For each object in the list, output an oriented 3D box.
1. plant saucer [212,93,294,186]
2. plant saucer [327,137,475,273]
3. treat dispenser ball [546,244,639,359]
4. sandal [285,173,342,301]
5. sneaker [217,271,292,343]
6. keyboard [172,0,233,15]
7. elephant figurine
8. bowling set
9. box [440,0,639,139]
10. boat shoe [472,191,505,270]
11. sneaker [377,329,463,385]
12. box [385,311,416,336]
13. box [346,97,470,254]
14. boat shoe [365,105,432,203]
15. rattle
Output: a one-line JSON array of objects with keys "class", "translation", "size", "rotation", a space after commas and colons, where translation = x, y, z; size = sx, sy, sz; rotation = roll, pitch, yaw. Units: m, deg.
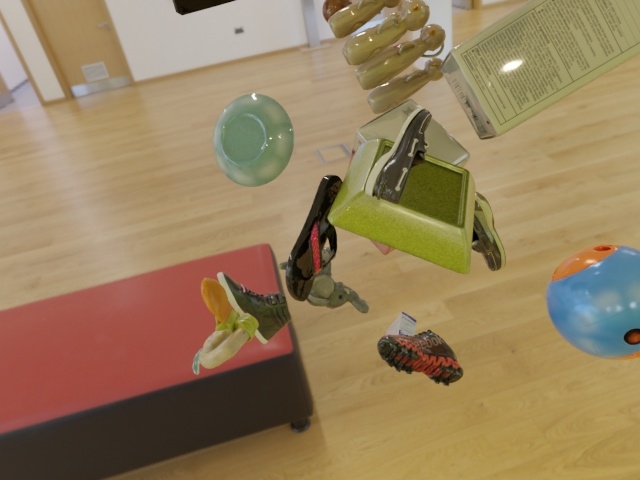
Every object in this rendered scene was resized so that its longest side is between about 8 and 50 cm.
[{"class": "plant saucer", "translation": [-0.150, -0.209, 0.963], "size": [0.195, 0.195, 0.037], "rotation": [2, 5, 20]}, {"class": "plant saucer", "translation": [0.124, -0.064, 0.617], "size": [0.188, 0.045, 0.188], "rotation": [21, 45, 2]}, {"class": "treat dispenser ball", "translation": [0.725, 0.152, 1.165], "size": [0.288, 0.288, 0.288], "rotation": [-8, 32, 5]}, {"class": "sandal", "translation": [0.000, 0.000, 0.622], "size": [0.040, 0.179, 0.067], "rotation": [21, 4, 28]}, {"class": "sneaker", "translation": [-0.198, 0.182, 1.460], "size": [0.147, 0.296, 0.104], "rotation": [-34, 27, -4]}, {"class": "keyboard", "translation": [-0.161, -0.447, 0.763], "size": [0.192, 0.100, 0.038], "rotation": [-25, 60, -15]}, {"class": "elephant figurine", "translation": [0.013, 0.151, 1.498], "size": [0.186, 0.239, 0.169], "rotation": [-28, -18, 31]}, {"class": "bowling set", "translation": [0.100, -0.353, 0.753], "size": [0.154, 0.200, 0.287], "rotation": [-28, -6, 11]}, {"class": "box", "translation": [0.352, -0.290, 0.674], "size": [0.311, 0.148, 0.121], "rotation": [-29, 5, 10]}, {"class": "boat shoe", "translation": [0.375, -0.011, 1.100], "size": [0.073, 0.223, 0.080], "rotation": [-29, 30, -3]}, {"class": "sneaker", "translation": [0.277, 0.312, 1.320], "size": [0.276, 0.097, 0.135], "rotation": [22, 38, -18]}, {"class": "box", "translation": [0.306, 0.370, 1.788], "size": [0.072, 0.126, 0.137], "rotation": [29, 34, -3]}, {"class": "box", "translation": [0.137, -0.104, 0.830], "size": [0.127, 0.232, 0.148], "rotation": [-33, 70, -20]}, {"class": "boat shoe", "translation": [0.091, -0.089, 0.481], "size": [0.038, 0.046, 0.125], "rotation": [27, 61, 16]}, {"class": "rattle", "translation": [-0.221, 0.168, 0.874], "size": [0.200, 0.143, 0.130], "rotation": [-22, 38, 50]}]
